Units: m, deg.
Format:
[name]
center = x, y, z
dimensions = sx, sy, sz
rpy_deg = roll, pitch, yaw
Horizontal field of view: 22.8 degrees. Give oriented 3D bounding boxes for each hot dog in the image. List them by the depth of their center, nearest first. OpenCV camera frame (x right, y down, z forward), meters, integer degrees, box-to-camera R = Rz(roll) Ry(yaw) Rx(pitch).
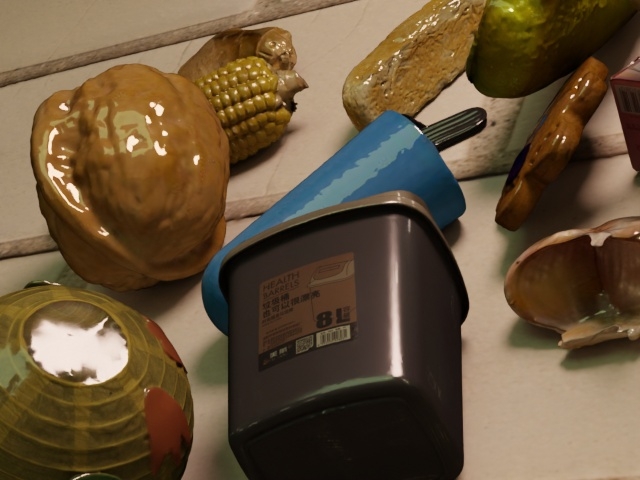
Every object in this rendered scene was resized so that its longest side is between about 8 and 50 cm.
[hot dog]
center = 0.108, -0.211, 1.867
dimensions = 0.073, 0.084, 0.242
rpy_deg = 14, 50, 47

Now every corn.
[corn]
center = -0.164, -0.128, 1.922
dimensions = 0.322, 0.119, 0.119
rpy_deg = -26, 30, 11

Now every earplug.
[earplug]
center = 0.000, 0.000, 1.589
dimensions = 0.273, 0.132, 0.132
rpy_deg = -37, 31, -10

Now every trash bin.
[trash bin]
center = 0.022, 0.089, 1.381
dimensions = 0.209, 0.182, 0.290
rpy_deg = -18, 37, 14

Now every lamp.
[lamp]
center = -0.242, 0.180, 1.416
dimensions = 0.250, 0.284, 0.250
rpy_deg = 13, 41, -12

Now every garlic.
[garlic]
center = 0.241, 0.025, 1.388
dimensions = 0.174, 0.099, 0.124
rpy_deg = -10, 19, 29

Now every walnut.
[walnut]
center = -0.207, -0.066, 1.746
dimensions = 0.224, 0.257, 0.257
rpy_deg = -43, 18, 34

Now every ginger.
[ginger]
center = -0.106, -0.238, 2.092
dimensions = 0.190, 0.069, 0.095
rpy_deg = -4, 32, 36

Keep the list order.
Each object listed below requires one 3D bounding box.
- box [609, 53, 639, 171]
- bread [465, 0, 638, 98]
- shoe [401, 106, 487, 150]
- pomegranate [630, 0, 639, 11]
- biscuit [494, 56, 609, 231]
[box]
center = 0.353, -0.112, 1.491
dimensions = 0.060, 0.111, 0.156
rpy_deg = -35, 32, -27
[bread]
center = 0.275, -0.265, 1.695
dimensions = 0.112, 0.166, 0.383
rpy_deg = 26, 33, 16
[shoe]
center = 0.107, -0.122, 1.763
dimensions = 0.159, 0.053, 0.062
rpy_deg = -23, 33, 2
[pomegranate]
center = 0.386, -0.283, 1.341
dimensions = 0.332, 0.332, 0.332
rpy_deg = -20, 31, 12
[biscuit]
center = 0.226, -0.100, 1.558
dimensions = 0.180, 0.039, 0.236
rpy_deg = -58, -2, 32
